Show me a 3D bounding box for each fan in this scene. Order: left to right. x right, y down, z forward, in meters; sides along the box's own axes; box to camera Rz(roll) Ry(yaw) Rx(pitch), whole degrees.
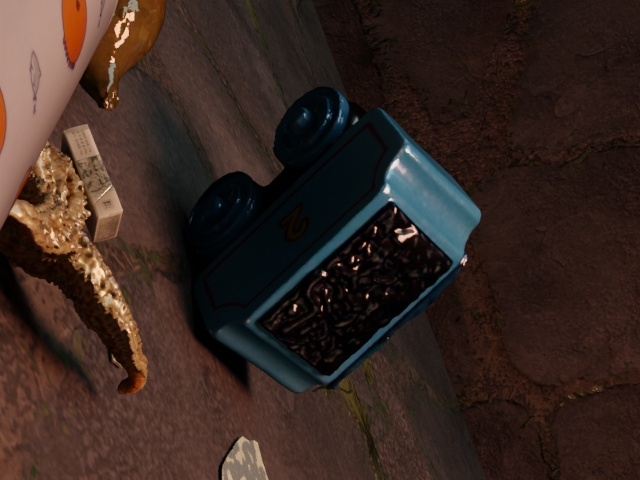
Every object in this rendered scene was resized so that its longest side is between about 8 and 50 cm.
[{"bbox_3d":[-0.061,0.280,1.094,0.131,0.009,0.240,55,16,-41],"label":"fan"}]

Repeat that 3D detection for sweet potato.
[{"bbox_3d":[-0.226,-0.282,1.151,0.370,0.157,0.158,-95,158,-45],"label":"sweet potato"}]

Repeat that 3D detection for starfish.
[{"bbox_3d":[-0.230,-0.055,0.823,0.294,0.084,0.301,61,-1,26],"label":"starfish"}]

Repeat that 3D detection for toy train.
[{"bbox_3d":[0.000,0.000,1.239,0.188,0.300,0.265,39,12,-35],"label":"toy train"}]

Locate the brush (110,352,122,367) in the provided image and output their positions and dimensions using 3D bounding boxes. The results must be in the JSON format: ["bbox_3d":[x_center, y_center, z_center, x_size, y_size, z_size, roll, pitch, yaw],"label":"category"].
[{"bbox_3d":[-0.178,0.072,0.982,0.016,0.013,0.084,49,19,-50],"label":"brush"}]

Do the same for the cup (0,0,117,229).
[{"bbox_3d":[-0.226,-0.084,0.524,0.212,0.212,0.317,59,20,-30],"label":"cup"}]

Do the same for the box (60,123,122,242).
[{"bbox_3d":[-0.189,-0.047,0.931,0.083,0.024,0.054,66,-25,15],"label":"box"}]
